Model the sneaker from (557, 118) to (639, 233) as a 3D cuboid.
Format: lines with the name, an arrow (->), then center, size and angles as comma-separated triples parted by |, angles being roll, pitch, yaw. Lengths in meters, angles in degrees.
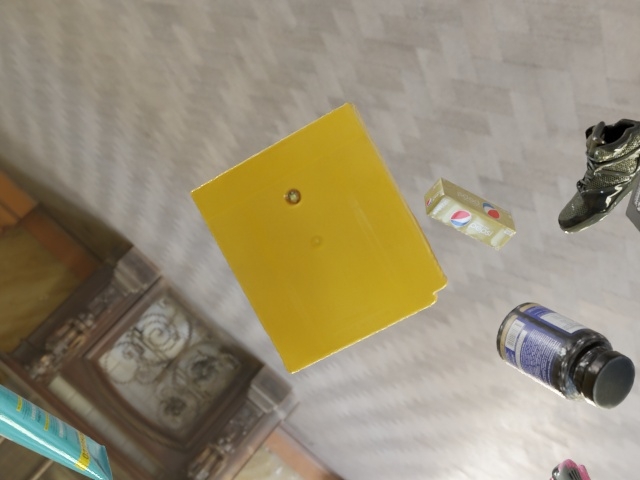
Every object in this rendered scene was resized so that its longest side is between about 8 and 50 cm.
sneaker -> 0.458, -0.115, 1.322 | 0.130, 0.087, 0.227 | 32, 125, -15

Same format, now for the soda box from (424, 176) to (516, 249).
soda box -> 0.294, -0.053, 1.565 | 0.181, 0.061, 0.058 | 25, 126, -20

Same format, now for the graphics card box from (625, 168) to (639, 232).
graphics card box -> 0.384, -0.051, 0.662 | 0.094, 0.371, 0.233 | 9, 115, 0

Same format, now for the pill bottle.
pill bottle -> 0.409, 0.194, 1.332 | 0.123, 0.123, 0.219 | 55, 167, -30

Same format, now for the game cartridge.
game cartridge -> 0.000, 0.000, 1.199 | 0.324, 0.285, 0.052 | 62, -167, -4

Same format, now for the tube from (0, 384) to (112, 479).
tube -> -0.346, 0.249, 1.011 | 0.207, 0.052, 0.080 | 44, -171, -37

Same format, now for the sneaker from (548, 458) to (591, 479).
sneaker -> 0.281, 0.285, 0.920 | 0.119, 0.057, 0.047 | 36, -147, -55
